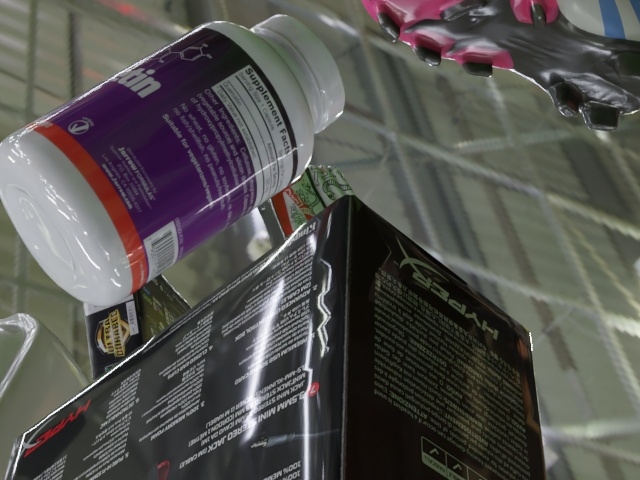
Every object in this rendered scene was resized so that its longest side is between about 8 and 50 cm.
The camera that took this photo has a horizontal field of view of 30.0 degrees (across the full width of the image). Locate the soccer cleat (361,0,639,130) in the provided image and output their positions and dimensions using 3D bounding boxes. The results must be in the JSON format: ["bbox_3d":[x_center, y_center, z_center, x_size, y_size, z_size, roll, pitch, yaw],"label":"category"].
[{"bbox_3d":[0.122,-0.178,0.766,0.331,0.116,0.143,19,-123,-46],"label":"soccer cleat"}]

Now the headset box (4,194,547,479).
[{"bbox_3d":[-0.032,0.162,0.397,0.110,0.218,0.293,36,-145,-27],"label":"headset box"}]

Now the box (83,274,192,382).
[{"bbox_3d":[-0.162,0.192,1.325,0.295,0.073,0.293,57,-163,-56],"label":"box"}]

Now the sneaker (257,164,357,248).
[{"bbox_3d":[0.000,-0.001,1.763,0.145,0.090,0.270,-4,-122,-21],"label":"sneaker"}]

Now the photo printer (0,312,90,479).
[{"bbox_3d":[-0.207,0.214,0.799,0.307,0.107,0.256,-77,-30,-62],"label":"photo printer"}]

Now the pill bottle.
[{"bbox_3d":[-0.134,-0.090,1.142,0.323,0.181,0.181,-36,-109,-27],"label":"pill bottle"}]
